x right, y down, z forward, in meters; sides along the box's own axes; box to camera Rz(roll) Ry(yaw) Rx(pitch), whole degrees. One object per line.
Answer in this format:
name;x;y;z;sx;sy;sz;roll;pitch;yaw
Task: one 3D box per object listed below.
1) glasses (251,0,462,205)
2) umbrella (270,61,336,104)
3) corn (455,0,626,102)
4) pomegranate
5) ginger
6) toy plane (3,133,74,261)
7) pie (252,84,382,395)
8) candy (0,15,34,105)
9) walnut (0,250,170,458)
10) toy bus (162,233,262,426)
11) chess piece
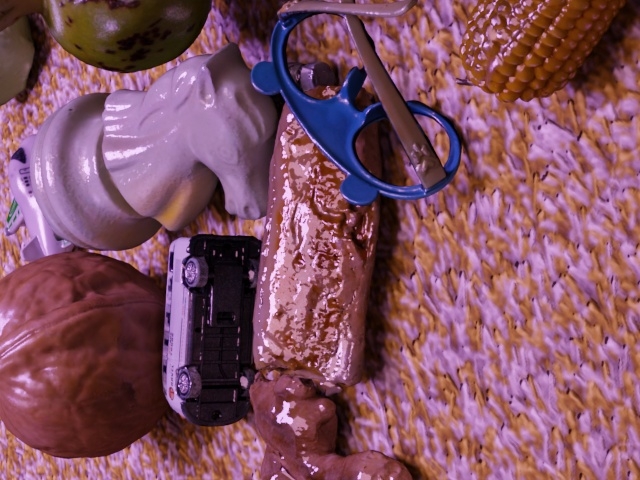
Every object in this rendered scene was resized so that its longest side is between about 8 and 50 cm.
glasses;0.048;-0.163;1.193;0.239;0.102;0.207;54;143;25
umbrella;-0.059;-0.151;1.393;0.188;0.050;0.046;2;112;50
corn;0.201;-0.222;1.049;0.310;0.101;0.101;-57;49;28
pomegranate;-0.219;-0.260;1.344;0.211;0.263;0.211;167;90;-75
ginger;0.000;0.189;1.300;0.214;0.059;0.133;0;93;52
toy plane;-0.336;-0.050;1.698;0.174;0.080;0.174;-7;81;51
pie;0.000;0.000;1.293;0.129;0.068;0.282;3;84;29
candy;-0.480;-0.320;1.840;0.142;0.132;0.343;-45;54;20
walnut;-0.259;0.121;1.488;0.228;0.228;0.228;-3;87;50
toy bus;-0.115;0.088;1.426;0.089;0.087;0.193;7;94;57
chess piece;-0.147;-0.089;1.419;0.298;0.176;0.175;-12;79;44
